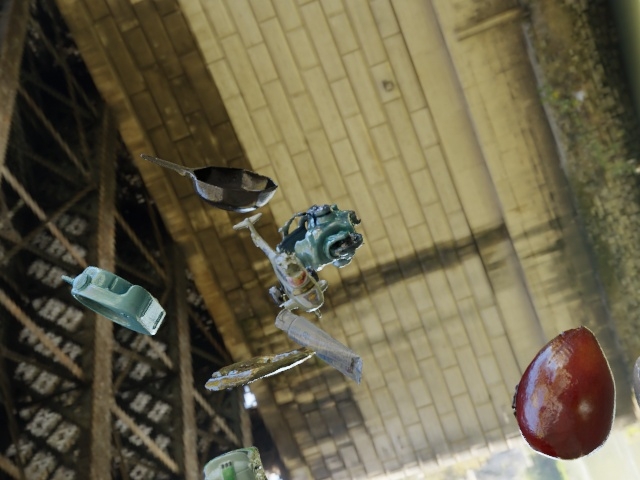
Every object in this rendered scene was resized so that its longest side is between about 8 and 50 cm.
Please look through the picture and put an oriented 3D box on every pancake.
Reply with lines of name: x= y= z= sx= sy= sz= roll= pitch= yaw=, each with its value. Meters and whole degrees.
pancake: x=-0.110 y=0.236 z=1.528 sx=0.235 sy=0.211 sz=0.029 roll=153 pitch=101 yaw=-83

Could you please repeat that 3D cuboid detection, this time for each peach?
peach: x=0.654 y=0.410 z=2.118 sx=0.201 sy=0.257 sz=0.362 roll=-127 pitch=51 yaw=-71

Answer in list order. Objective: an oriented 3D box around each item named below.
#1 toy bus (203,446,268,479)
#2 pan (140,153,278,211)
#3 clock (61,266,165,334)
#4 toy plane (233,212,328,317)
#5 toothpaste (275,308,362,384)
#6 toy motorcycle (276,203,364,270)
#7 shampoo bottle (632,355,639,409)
toy bus: x=-0.163 y=0.589 z=1.782 sx=0.165 sy=0.133 sz=0.276 roll=80 pitch=170 yaw=-70
pan: x=-0.169 y=-0.089 z=1.290 sx=0.128 sy=0.201 sz=0.048 roll=-19 pitch=-55 yaw=-60
clock: x=-0.573 y=0.154 z=2.260 sx=0.094 sy=0.274 sz=0.224 roll=-62 pitch=-16 yaw=-19
toy plane: x=-0.071 y=0.042 z=1.483 sx=0.286 sy=0.092 sz=0.108 roll=44 pitch=161 yaw=53
toothpaste: x=0.002 y=0.292 z=2.327 sx=0.299 sy=0.073 sz=0.114 roll=31 pitch=138 yaw=27
toy motorcycle: x=0.000 y=0.000 z=1.914 sx=0.260 sy=0.206 sz=0.154 roll=-92 pitch=-17 yaw=-71
shampoo bottle: x=0.648 y=0.294 z=1.592 sx=0.257 sy=0.078 sz=0.127 roll=54 pitch=-153 yaw=-53
